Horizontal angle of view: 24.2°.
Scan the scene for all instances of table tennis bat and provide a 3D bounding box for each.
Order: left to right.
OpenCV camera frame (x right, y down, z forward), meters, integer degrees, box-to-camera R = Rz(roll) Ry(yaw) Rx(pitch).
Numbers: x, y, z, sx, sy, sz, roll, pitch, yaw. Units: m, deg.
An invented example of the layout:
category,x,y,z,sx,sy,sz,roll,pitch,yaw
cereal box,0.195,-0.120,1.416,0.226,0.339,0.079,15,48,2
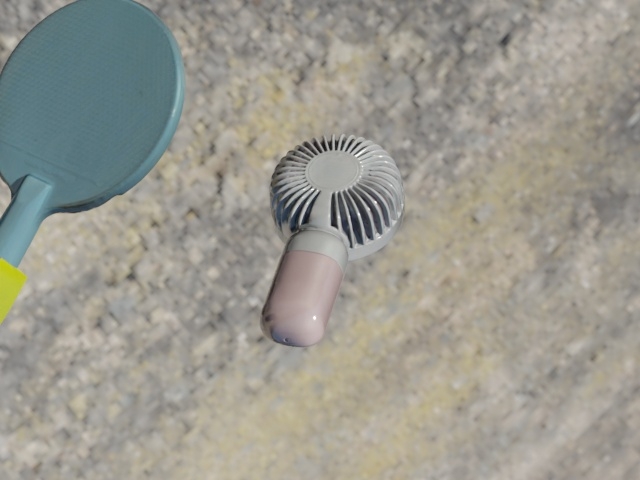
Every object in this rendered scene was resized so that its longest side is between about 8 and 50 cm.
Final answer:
category,x,y,z,sx,sy,sz,roll,pitch,yaw
table tennis bat,-0.269,-0.109,1.578,0.329,0.215,0.044,-63,161,-8

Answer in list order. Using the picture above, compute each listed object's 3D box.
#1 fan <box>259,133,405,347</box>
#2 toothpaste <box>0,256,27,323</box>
category,x,y,z,sx,sy,sz,roll,pitch,yaw
fan,0.000,0.000,1.405,0.074,0.130,0.244,83,21,-48
toothpaste,-0.368,0.065,1.205,0.327,0.110,0.077,-24,-146,46
